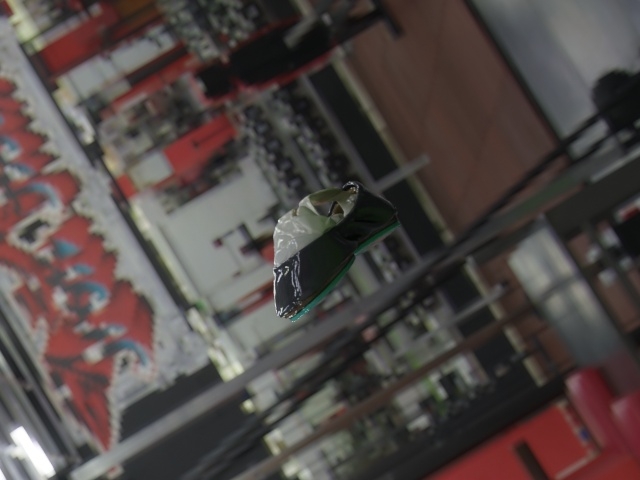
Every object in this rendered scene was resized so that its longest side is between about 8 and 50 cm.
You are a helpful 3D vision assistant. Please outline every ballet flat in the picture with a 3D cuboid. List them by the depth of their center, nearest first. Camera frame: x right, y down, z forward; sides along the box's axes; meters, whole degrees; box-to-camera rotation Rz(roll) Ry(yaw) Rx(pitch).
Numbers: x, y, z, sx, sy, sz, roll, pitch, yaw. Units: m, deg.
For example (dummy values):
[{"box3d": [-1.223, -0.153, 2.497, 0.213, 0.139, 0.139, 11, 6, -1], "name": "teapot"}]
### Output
[{"box3d": [0.000, 0.000, 1.257, 0.074, 0.074, 0.203, 59, -150, -6], "name": "ballet flat"}]
